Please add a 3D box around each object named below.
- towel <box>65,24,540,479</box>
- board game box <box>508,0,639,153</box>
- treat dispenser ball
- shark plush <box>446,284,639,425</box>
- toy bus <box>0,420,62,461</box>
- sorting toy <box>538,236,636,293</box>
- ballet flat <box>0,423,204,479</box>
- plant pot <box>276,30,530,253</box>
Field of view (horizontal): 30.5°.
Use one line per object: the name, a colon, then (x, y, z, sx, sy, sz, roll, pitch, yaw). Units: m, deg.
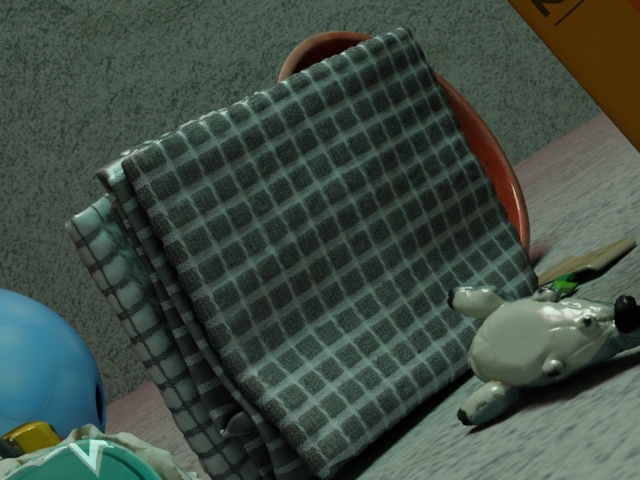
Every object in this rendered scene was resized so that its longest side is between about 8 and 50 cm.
towel: (0.006, 0.007, 0.768, 0.283, 0.235, 0.121, -33, 8, -40)
board game box: (0.280, -0.260, 0.663, 0.356, 0.356, 0.356, -41, -3, 26)
treat dispenser ball: (-0.374, 0.191, 1.251, 0.288, 0.288, 0.288, -31, 1, 1)
shark plush: (0.129, 0.042, 0.599, 0.067, 0.073, 0.161, 5, -27, -35)
toy bus: (-0.305, 0.252, 0.778, 0.332, 0.130, 0.108, -32, 1, -22)
sorting toy: (0.183, 0.023, 0.845, 0.083, 0.012, 0.062, -28, 4, -39)
ballet flat: (-0.205, 0.223, 0.433, 0.409, 0.147, 0.147, -29, 0, -19)
plant pot: (0.000, 0.000, 1.068, 0.265, 0.272, 0.272, -41, -5, 40)
